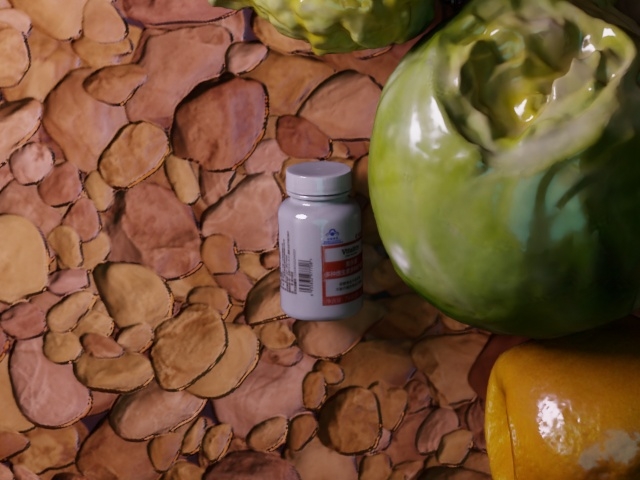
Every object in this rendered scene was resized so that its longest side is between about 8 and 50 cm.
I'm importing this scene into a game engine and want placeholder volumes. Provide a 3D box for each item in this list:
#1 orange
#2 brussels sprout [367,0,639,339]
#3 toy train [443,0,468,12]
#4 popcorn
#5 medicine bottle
[{"bbox_3d":[0.265,0.157,1.543,0.249,0.249,0.183,-20,89,4],"label":"orange"},{"bbox_3d":[0.205,-0.064,1.446,0.344,0.268,0.344,-11,120,-19],"label":"brussels sprout"},{"bbox_3d":[0.152,-0.260,1.508,0.087,0.050,0.138,-8,106,-5],"label":"toy train"},{"bbox_3d":[0.013,-0.276,1.418,0.255,0.195,0.256,-22,72,22],"label":"popcorn"},{"bbox_3d":[0.000,0.000,1.565,0.079,0.079,0.140,-1,107,-2],"label":"medicine bottle"}]
